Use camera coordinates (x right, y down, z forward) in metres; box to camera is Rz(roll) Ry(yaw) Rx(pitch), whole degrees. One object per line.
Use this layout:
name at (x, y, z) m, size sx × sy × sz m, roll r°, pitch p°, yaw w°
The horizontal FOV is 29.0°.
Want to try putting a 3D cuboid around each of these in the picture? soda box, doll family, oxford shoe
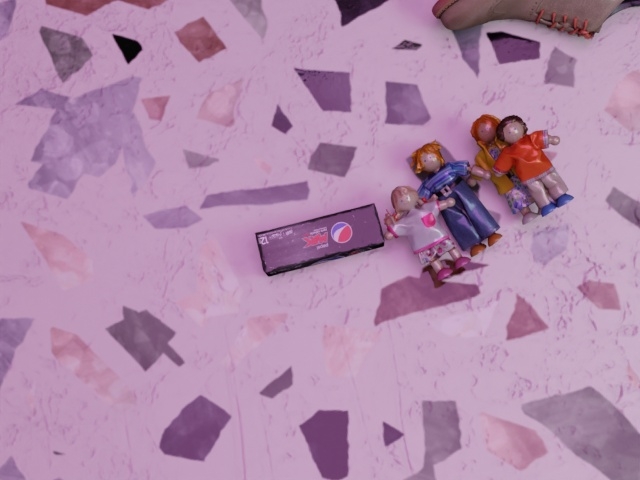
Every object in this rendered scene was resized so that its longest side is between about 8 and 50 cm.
soda box at (0.000, 0.000, 1.677) m, size 0.168 × 0.053 × 0.060 m, roll -14°, pitch 82°, yaw 1°
doll family at (0.205, -0.074, 1.662) m, size 0.263 × 0.118 × 0.163 m, roll -32°, pitch 91°, yaw 13°
oxford shoe at (0.328, -0.332, 1.678) m, size 0.348 × 0.123 × 0.130 m, roll -17°, pitch 87°, yaw 1°
